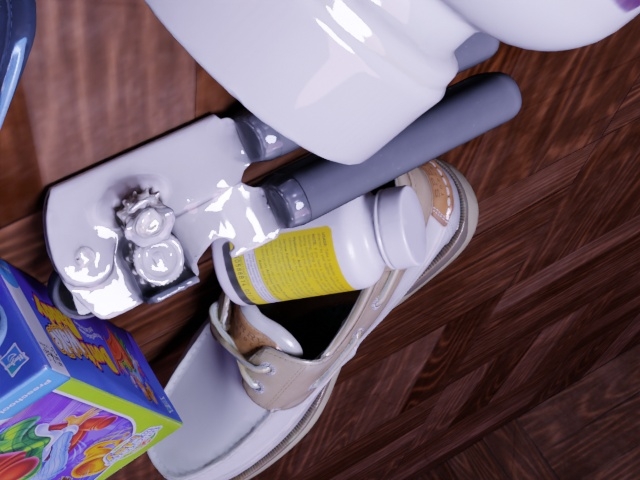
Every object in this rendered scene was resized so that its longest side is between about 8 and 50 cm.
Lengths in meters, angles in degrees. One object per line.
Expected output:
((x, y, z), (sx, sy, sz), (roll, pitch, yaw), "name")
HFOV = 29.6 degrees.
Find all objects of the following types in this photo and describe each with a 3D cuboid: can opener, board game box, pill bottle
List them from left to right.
((-0.272, 0.157, 0.699), (0.347, 0.078, 0.233), (-34, 161, 0), "board game box")
((-0.023, -0.046, 0.653), (0.280, 0.074, 0.093), (-27, -166, -16), "can opener")
((0.000, 0.000, 0.712), (0.116, 0.065, 0.065), (-9, 170, 21), "pill bottle")
((0.079, -0.164, 0.349), (0.301, 0.169, 0.169), (-41, 160, 19), "pill bottle")

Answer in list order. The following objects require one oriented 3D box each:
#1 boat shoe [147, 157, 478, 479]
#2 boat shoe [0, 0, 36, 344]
((-0.028, 0.054, 0.818), (0.302, 0.113, 0.103), (-50, 156, 14), "boat shoe")
((-0.161, 0.006, 0.470), (0.089, 0.109, 0.258), (-22, 160, -41), "boat shoe")
